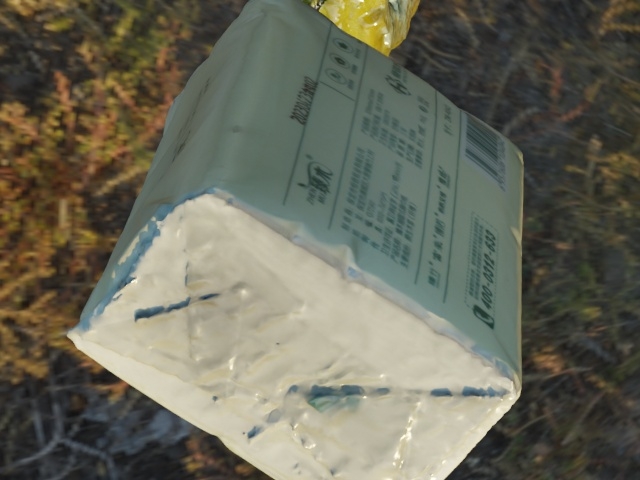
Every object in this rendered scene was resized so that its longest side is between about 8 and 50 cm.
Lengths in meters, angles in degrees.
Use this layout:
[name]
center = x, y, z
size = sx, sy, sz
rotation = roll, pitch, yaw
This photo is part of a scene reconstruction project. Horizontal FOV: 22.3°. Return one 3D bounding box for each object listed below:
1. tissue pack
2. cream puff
[tissue pack]
center = 0.000, 0.000, 1.284
size = 0.297, 0.380, 0.207
rotation = 33, 119, -10
[cream puff]
center = 0.013, -0.275, 1.736
size = 0.195, 0.221, 0.194
rotation = 12, 126, 18
